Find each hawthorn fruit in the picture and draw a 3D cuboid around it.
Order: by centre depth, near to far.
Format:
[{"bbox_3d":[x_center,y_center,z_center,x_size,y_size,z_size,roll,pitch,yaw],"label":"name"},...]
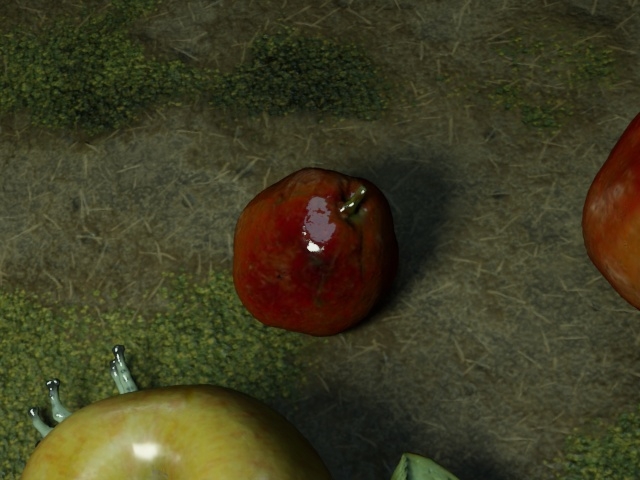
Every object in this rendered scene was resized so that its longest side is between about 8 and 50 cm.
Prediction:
[{"bbox_3d":[0.463,-0.048,1.624,0.295,0.311,0.295,3,24,-2],"label":"hawthorn fruit"},{"bbox_3d":[0.000,0.000,1.714,0.224,0.261,0.224,5,64,-11],"label":"hawthorn fruit"}]

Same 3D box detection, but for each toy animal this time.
[{"bbox_3d":[-0.263,0.238,1.730,0.217,0.073,0.176,-28,70,-2],"label":"toy animal"}]

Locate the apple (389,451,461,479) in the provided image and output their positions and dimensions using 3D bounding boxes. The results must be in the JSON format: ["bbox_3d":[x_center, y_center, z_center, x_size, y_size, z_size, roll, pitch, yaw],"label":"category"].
[{"bbox_3d":[0.113,0.403,1.427,0.254,0.179,0.346,-14,34,9],"label":"apple"}]

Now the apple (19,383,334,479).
[{"bbox_3d":[-0.157,0.339,1.462,0.391,0.346,0.391,-7,52,9],"label":"apple"}]
